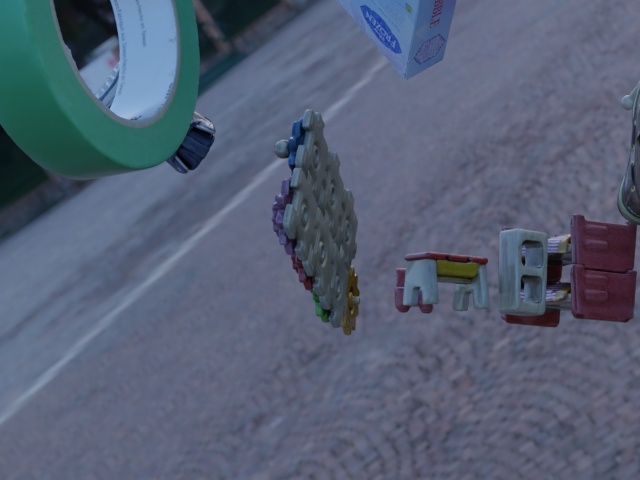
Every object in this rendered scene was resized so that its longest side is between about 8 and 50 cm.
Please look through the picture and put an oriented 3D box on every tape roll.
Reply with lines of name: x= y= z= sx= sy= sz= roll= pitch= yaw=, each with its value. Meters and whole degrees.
tape roll: x=-0.232 y=-0.223 z=1.356 sx=0.077 sy=0.321 sz=0.321 roll=-9 pitch=22 yaw=23

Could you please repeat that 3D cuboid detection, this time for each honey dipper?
honey dipper: x=0.390 y=-0.207 z=1.561 sx=0.030 sy=0.030 sz=0.161 roll=-46 pitch=-9 yaw=-45

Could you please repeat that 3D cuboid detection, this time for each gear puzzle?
gear puzzle: x=0.000 y=0.000 z=1.610 sx=0.044 sy=0.339 sz=0.175 roll=0 pitch=59 yaw=16

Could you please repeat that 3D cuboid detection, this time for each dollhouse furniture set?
dollhouse furniture set: x=0.265 y=0.037 z=2.003 sx=0.374 sy=0.152 sz=0.201 roll=7 pitch=-9 yaw=-28

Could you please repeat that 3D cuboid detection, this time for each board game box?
board game box: x=0.049 y=-0.402 z=1.597 sx=0.066 sy=0.319 sz=0.318 roll=-29 pitch=-23 yaw=-20

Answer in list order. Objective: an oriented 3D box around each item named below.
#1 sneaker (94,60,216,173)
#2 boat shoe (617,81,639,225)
sneaker: x=-0.210 y=-0.158 z=1.737 sx=0.086 sy=0.163 sz=0.226 roll=-52 pitch=8 yaw=3
boat shoe: x=0.337 y=-0.104 z=1.333 sx=0.060 sy=0.064 sz=0.178 roll=83 pitch=-159 yaw=-79
